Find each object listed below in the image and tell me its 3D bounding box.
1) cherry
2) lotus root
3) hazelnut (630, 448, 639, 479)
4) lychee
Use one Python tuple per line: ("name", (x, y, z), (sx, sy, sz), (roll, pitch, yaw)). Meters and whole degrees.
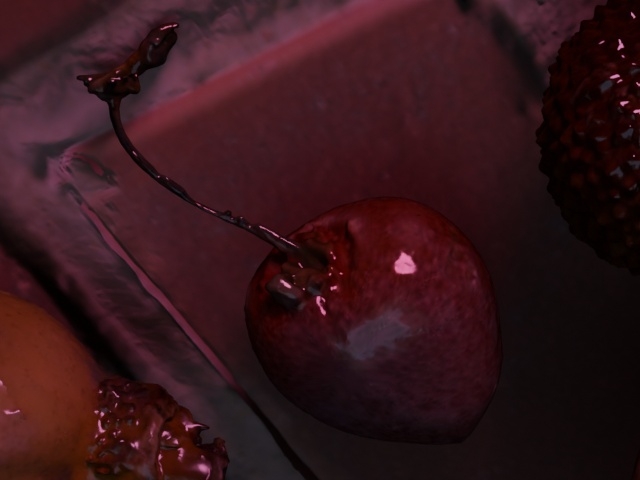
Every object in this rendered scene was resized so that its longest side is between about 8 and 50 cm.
("cherry", (0.000, 0.000, 0.812), (0.107, 0.090, 0.225), (-22, 116, 33))
("lotus root", (-0.208, 0.093, 0.850), (0.342, 0.151, 0.169), (-5, 115, 5))
("hazelnut", (0.289, 0.146, 0.784), (0.372, 0.315, 0.372), (-7, 110, -19))
("lychee", (0.146, -0.036, 0.752), (0.123, 0.123, 0.129), (-10, 126, 10))
